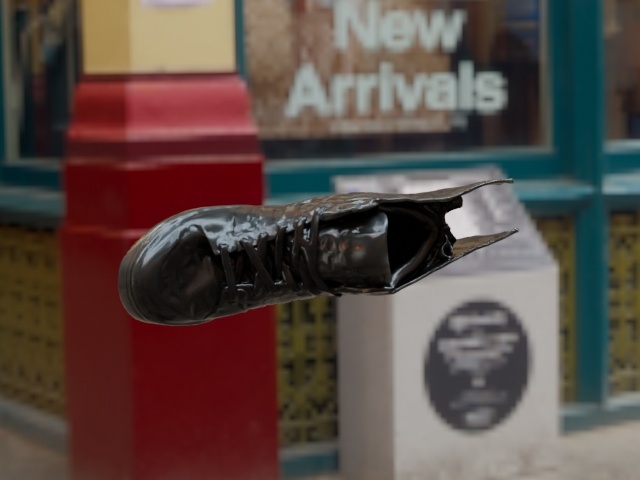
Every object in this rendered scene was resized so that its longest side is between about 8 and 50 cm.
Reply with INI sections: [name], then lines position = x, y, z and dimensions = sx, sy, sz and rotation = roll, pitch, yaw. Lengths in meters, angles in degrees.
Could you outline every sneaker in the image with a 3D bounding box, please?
[sneaker]
position = 0.000, 0.003, 0.828
dimensions = 0.170, 0.051, 0.089
rotation = -14, 7, -36
